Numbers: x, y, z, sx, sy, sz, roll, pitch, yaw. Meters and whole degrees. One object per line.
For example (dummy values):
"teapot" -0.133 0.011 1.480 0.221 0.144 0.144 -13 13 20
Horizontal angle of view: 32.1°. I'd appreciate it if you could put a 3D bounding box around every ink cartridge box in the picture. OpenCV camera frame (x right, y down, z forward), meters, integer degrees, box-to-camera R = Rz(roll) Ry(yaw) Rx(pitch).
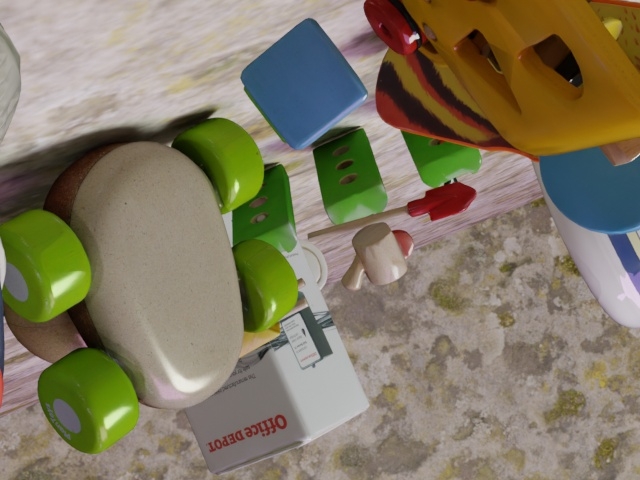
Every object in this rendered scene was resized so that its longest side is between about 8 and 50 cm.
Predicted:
"ink cartridge box" -0.067 0.086 0.990 0.086 0.209 0.153 -18 173 -45

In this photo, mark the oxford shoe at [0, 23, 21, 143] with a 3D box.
"oxford shoe" -0.191 0.000 0.173 0.169 0.130 0.449 -62 173 19

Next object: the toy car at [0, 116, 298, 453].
"toy car" -0.138 0.016 0.635 0.188 0.149 0.155 5 -151 42

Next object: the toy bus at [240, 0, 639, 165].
"toy bus" 0.090 -0.079 0.384 0.191 0.104 0.202 -33 -174 40

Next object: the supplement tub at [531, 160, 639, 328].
"supplement tub" 0.360 -0.087 0.933 0.324 0.236 0.235 -25 174 21

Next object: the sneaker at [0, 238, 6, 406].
"sneaker" -0.247 0.133 0.472 0.131 0.148 0.350 19 122 -36

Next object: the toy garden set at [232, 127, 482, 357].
"toy garden set" 0.000 0.000 0.760 0.244 0.049 0.204 -23 -154 6

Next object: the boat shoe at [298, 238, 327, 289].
"boat shoe" -0.117 0.061 1.143 0.254 0.095 0.079 -21 173 -4

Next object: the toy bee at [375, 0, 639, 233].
"toy bee" 0.182 -0.079 0.544 0.195 0.298 0.162 -53 163 -71
